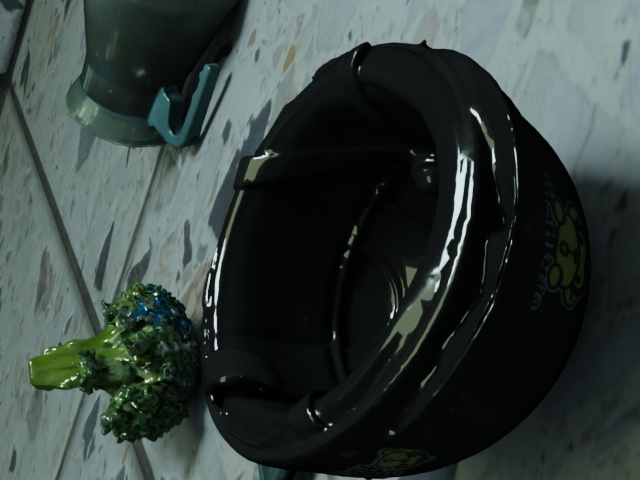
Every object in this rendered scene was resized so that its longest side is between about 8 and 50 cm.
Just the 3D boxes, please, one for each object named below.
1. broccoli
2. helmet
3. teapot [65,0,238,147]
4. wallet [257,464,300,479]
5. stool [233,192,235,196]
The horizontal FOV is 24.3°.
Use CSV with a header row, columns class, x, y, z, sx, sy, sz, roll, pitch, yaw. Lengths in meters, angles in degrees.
class,x,y,z,sx,sy,sz,roll,pitch,yaw
broccoli,-0.187,0.113,1.382,0.154,0.160,0.167,81,-178,-70
helmet,0.058,0.021,0.806,0.279,0.160,0.230,-15,60,52
teapot,-0.177,-0.212,1.584,0.203,0.171,0.225,48,135,29
wallet,-0.016,0.127,1.111,0.088,0.026,0.129,-105,34,-59
stool,0.000,0.000,1.034,0.134,0.110,0.135,-57,27,39
